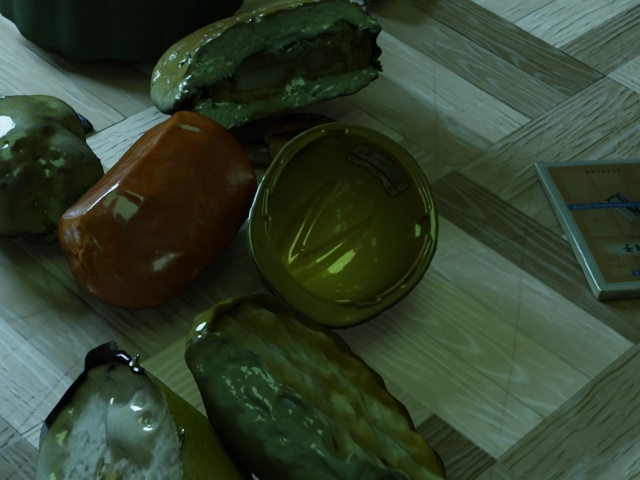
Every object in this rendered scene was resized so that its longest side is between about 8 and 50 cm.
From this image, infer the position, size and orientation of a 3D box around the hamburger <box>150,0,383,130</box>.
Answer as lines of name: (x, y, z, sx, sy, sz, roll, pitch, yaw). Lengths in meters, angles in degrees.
hamburger: (-0.078, -0.215, 1.745, 0.309, 0.132, 0.211, -22, 13, -28)

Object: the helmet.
helmet: (0.000, 0.000, 1.540, 0.205, 0.140, 0.257, 46, 56, -6)

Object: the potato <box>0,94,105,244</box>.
potato: (-0.333, -0.084, 1.591, 0.155, 0.137, 0.200, 18, 30, -38)

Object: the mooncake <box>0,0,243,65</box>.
mooncake: (-0.261, -0.382, 1.904, 0.351, 0.187, 0.351, 2, 38, -2)

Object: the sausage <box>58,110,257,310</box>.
sausage: (-0.173, -0.031, 1.534, 0.141, 0.153, 0.268, 52, 43, -14)

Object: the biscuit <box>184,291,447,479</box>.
biscuit: (0.019, 0.183, 1.271, 0.335, 0.078, 0.329, 52, 17, 25)

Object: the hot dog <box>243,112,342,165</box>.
hot dog: (-0.022, -0.115, 1.733, 0.140, 0.060, 0.090, -7, 39, -26)

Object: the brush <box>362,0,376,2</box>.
brush: (0.118, -0.413, 2.105, 0.054, 0.048, 0.282, 26, 36, 16)

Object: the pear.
pear: (-0.132, 0.234, 1.235, 0.178, 0.267, 0.267, 16, 31, -38)

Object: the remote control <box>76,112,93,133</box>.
remote control: (-0.326, -0.133, 1.735, 0.096, 0.014, 0.039, -29, 53, -34)

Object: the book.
book: (0.373, -0.020, 1.710, 0.170, 0.018, 0.241, -3, 42, -13)
